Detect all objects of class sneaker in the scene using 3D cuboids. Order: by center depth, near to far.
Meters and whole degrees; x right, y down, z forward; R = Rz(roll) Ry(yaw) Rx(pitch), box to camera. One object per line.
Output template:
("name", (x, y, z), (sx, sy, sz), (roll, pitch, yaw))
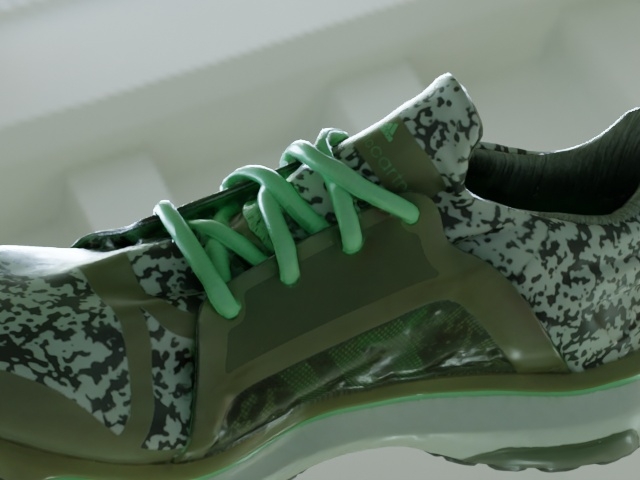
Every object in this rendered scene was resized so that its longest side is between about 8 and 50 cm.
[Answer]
("sneaker", (0.000, 0.000, 0.841), (0.410, 0.182, 0.158), (-4, -144, -31))
